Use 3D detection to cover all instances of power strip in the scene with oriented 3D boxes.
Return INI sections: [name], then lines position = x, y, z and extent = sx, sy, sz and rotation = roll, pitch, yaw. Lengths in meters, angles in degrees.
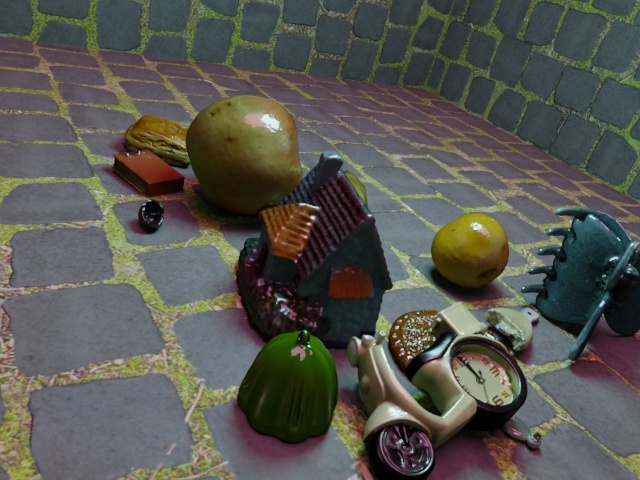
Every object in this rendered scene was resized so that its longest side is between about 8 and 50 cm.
[power strip]
position = 0.386, 0.362, 1.056
extent = 0.055, 0.035, 0.083
rotation = -13, 36, -42

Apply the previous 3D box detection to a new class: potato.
[potato]
position = 0.056, -0.131, 1.681
extent = 0.176, 0.141, 0.298
rotation = 2, 29, -6

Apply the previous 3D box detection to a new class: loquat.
[loquat]
position = 0.412, 0.027, 1.507
extent = 0.208, 0.208, 0.208
rotation = 12, 28, -6

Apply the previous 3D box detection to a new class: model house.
[model house]
position = 0.000, 0.000, 1.205
extent = 0.297, 0.339, 0.360
rotation = 7, 29, -19

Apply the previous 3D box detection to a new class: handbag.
[handbag]
position = -0.507, -0.200, 1.611
extent = 0.190, 0.063, 0.127
rotation = 36, 34, 26

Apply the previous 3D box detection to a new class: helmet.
[helmet]
position = -0.436, -0.060, 1.396
extent = 0.065, 0.049, 0.084
rotation = 38, 41, -36

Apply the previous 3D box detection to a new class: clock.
[clock]
position = 0.201, 0.266, 1.023
extent = 0.379, 0.120, 0.276
rotation = -13, 50, -34

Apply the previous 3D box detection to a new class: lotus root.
[lotus root]
position = -0.043, 0.222, 0.951
extent = 0.186, 0.186, 0.186
rotation = 12, 28, -6

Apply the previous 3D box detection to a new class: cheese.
[cheese]
position = 0.499, 0.207, 1.382
extent = 0.127, 0.049, 0.235
rotation = 37, 27, 32

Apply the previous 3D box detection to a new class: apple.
[apple]
position = -0.209, -0.229, 1.536
extent = 0.305, 0.338, 0.338
rotation = -10, 32, -6

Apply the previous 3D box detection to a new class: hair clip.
[hair clip]
position = 0.699, 0.088, 1.425
extent = 0.392, 0.318, 0.238
rotation = -7, 31, -37

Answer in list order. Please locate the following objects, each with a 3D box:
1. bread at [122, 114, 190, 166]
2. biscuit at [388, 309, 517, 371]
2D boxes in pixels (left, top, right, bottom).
[bread]
position = -0.512, -0.335, 1.810
extent = 0.235, 0.099, 0.210
rotation = 13, 28, -5
[biscuit]
position = 0.298, 0.246, 1.218
extent = 0.305, 0.038, 0.305
rotation = 12, 28, -6
